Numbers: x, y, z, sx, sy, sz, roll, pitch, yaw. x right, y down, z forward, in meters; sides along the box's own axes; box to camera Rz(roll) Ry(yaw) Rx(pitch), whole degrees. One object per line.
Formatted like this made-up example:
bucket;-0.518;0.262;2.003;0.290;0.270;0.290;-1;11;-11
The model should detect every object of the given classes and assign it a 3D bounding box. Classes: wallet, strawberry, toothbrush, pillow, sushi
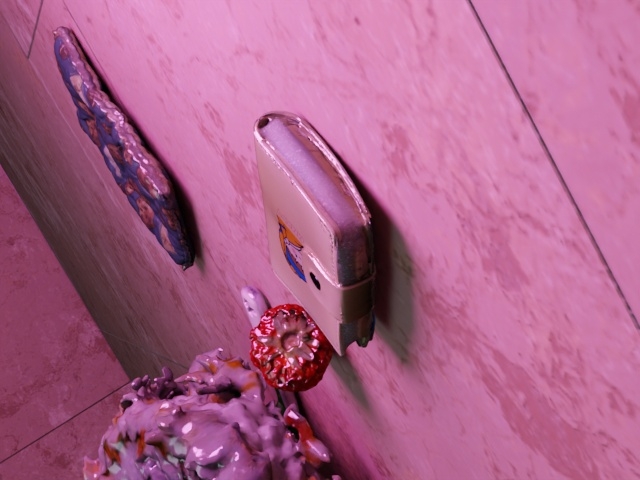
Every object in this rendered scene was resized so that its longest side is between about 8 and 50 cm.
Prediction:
wallet;0.000;0.000;0.680;0.110;0.039;0.155;53;162;29
strawberry;-0.022;0.092;0.861;0.073;0.073;0.083;54;176;14
toothbrush;-0.039;0.196;1.127;0.042;0.040;0.418;41;156;39
pillow;-0.216;-0.094;1.133;0.256;0.034;0.189;52;162;21
sushi;-0.110;0.318;1.061;0.417;0.175;0.418;11;106;43

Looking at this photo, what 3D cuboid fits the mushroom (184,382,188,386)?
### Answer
mushroom;-0.139;0.284;1.299;0.253;0.195;0.189;42;146;39
